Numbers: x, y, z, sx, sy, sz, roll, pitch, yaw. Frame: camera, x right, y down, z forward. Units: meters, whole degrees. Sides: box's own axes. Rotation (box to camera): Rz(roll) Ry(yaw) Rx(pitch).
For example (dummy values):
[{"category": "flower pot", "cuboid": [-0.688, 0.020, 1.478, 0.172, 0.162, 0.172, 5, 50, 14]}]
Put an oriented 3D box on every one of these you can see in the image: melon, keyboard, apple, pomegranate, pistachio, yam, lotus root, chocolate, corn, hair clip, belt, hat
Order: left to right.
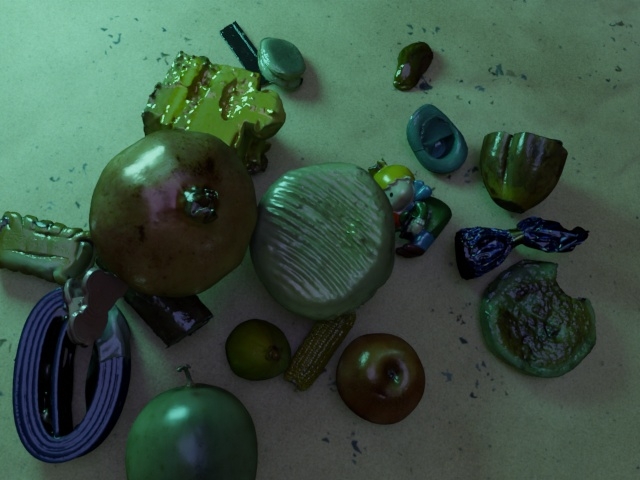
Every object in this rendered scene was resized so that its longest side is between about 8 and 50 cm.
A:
[{"category": "belt", "cuboid": [-0.507, 0.271, 1.186, 0.212, 0.117, 0.347, 2, 73, -8]}, {"category": "hair clip", "cuboid": [-0.442, 0.129, 1.124, 0.102, 0.123, 0.138, -19, 64, 13]}, {"category": "yam", "cuboid": [-0.369, 0.107, 1.258, 0.131, 0.131, 0.280, -42, 82, -18]}, {"category": "pomegranate", "cuboid": [-0.277, -0.058, 1.122, 0.338, 0.338, 0.338, 3, 72, -8]}, {"category": "melon", "cuboid": [-0.246, 0.422, 1.111, 0.271, 0.272, 0.308, 12, 65, -5]}, {"category": "keyboard", "cuboid": [-0.195, -0.497, 1.529, 0.060, 0.018, 0.195, -33, 81, -11]}, {"category": "corn", "cuboid": [0.001, 0.234, 1.299, 0.080, 0.080, 0.238, 37, 72, 4]}, {"category": "apple", "cuboid": [0.133, 0.300, 1.255, 0.201, 0.162, 0.201, 2, 71, -7]}, {"category": "pistachio", "cuboid": [0.253, -0.491, 1.580, 0.089, 0.049, 0.173, 33, 70, 3]}, {"category": "hat", "cuboid": [0.298, -0.264, 1.506, 0.138, 0.078, 0.191, -39, 101, -10]}, {"category": "lotus root", "cuboid": [0.492, -0.170, 1.455, 0.199, 0.188, 0.180, 23, 85, -4]}, {"category": "chocolate", "cuboid": [0.492, -0.002, 1.415, 0.343, 0.148, 0.126, -14, 92, -9]}]

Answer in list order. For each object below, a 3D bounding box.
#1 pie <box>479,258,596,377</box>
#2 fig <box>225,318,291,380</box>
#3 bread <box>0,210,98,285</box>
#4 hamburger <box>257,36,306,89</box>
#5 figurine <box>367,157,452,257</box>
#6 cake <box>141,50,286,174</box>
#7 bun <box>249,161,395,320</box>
[{"category": "pie", "cuboid": [0.531, 0.190, 1.403, 0.302, 0.067, 0.302, 2, 72, -8]}, {"category": "fig", "cuboid": [-0.135, 0.241, 1.258, 0.153, 0.121, 0.136, 12, 64, 21]}, {"category": "bread", "cuboid": [-0.610, 0.020, 1.268, 0.225, 0.081, 0.134, 17, 76, -5]}, {"category": "hamburger", "cuboid": [-0.104, -0.464, 1.496, 0.133, 0.062, 0.140, -9, 66, -37]}, {"category": "figurine", "cuboid": [0.192, -0.083, 1.414, 0.234, 0.127, 0.185, 40, 79, -6]}, {"category": "cake", "cuboid": [-0.234, -0.269, 1.340, 0.286, 0.227, 0.222, 21, 70, -2]}, {"category": "bun", "cuboid": [0.000, 0.000, 1.291, 0.326, 0.234, 0.362, 14, 73, -8]}]
